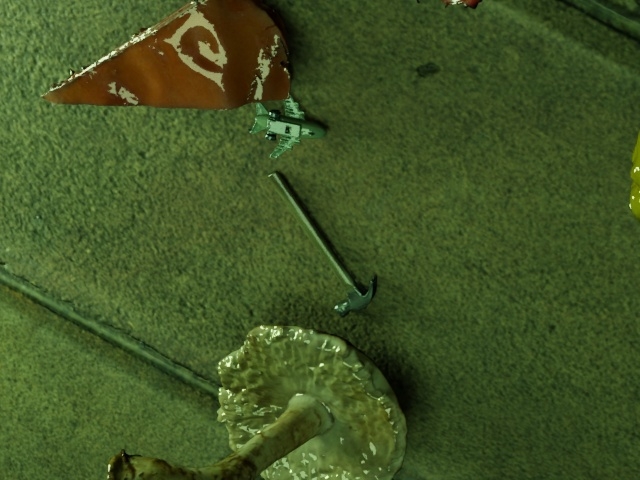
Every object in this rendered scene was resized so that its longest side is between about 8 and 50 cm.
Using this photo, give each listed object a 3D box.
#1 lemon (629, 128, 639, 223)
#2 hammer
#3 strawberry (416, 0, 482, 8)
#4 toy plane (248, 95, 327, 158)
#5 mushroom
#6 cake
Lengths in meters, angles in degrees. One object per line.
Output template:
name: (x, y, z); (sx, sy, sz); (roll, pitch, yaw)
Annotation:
lemon: (0.390, -0.080, 1.548); (0.260, 0.204, 0.204); (-30, 106, 27)
hammer: (0.000, 0.000, 1.880); (0.062, 0.017, 0.182); (-24, 108, 33)
strawberry: (0.153, -0.358, 1.509); (0.253, 0.150, 0.280); (1, 126, 47)
toy plane: (-0.034, -0.119, 1.807); (0.083, 0.033, 0.080); (15, 111, 14)
mushroom: (-0.061, 0.240, 1.905); (0.233, 0.302, 0.208); (43, 162, 10)
cake: (-0.162, -0.189, 1.783); (0.287, 0.098, 0.135); (-6, 119, 22)
